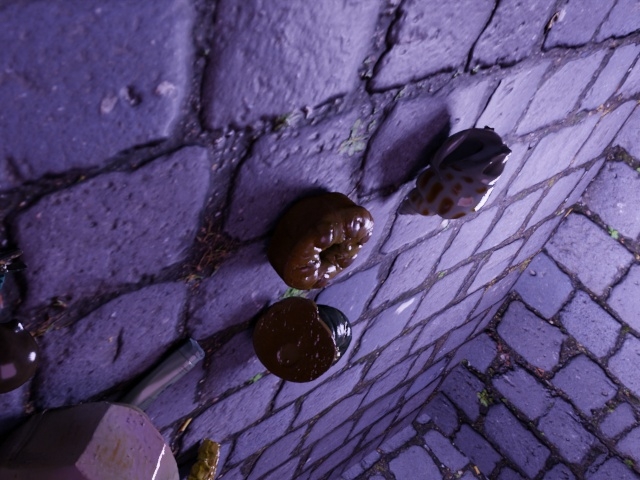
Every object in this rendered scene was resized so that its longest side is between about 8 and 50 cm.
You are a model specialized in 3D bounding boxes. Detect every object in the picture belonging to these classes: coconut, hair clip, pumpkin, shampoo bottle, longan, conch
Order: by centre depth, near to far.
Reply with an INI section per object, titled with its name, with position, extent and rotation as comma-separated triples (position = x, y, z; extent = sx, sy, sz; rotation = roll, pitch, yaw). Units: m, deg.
[hair clip]
position = -0.447, 0.052, 0.878
extent = 0.173, 0.049, 0.049
rotation = -19, 145, -47
[longan]
position = -0.450, 0.161, 0.993
extent = 0.113, 0.092, 0.113
rotation = -20, 121, -37
[coconut]
position = -0.430, 0.457, 1.240
extent = 0.353, 0.352, 0.352
rotation = -35, 154, -20
[shampoo bottle]
position = -0.327, 0.286, 1.429
extent = 0.212, 0.049, 0.072
rotation = -43, 152, -5
[conch]
position = 0.307, -0.139, 1.636
extent = 0.275, 0.182, 0.149
rotation = -35, -174, -7
[pumpkin]
position = -0.010, 0.243, 1.738
extent = 0.190, 0.146, 0.190
rotation = -14, 127, -19

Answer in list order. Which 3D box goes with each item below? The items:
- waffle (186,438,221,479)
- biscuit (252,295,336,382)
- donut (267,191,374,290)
[waffle]
position = -0.334, 0.680, 1.897
extent = 0.229, 0.057, 0.219
rotation = 105, 4, -48
[biscuit]
position = -0.060, 0.229, 1.620
extent = 0.181, 0.208, 0.049
rotation = -30, -162, 9
[donut]
position = -0.002, 0.002, 1.415
extent = 0.227, 0.114, 0.226
rotation = -36, 155, -20
